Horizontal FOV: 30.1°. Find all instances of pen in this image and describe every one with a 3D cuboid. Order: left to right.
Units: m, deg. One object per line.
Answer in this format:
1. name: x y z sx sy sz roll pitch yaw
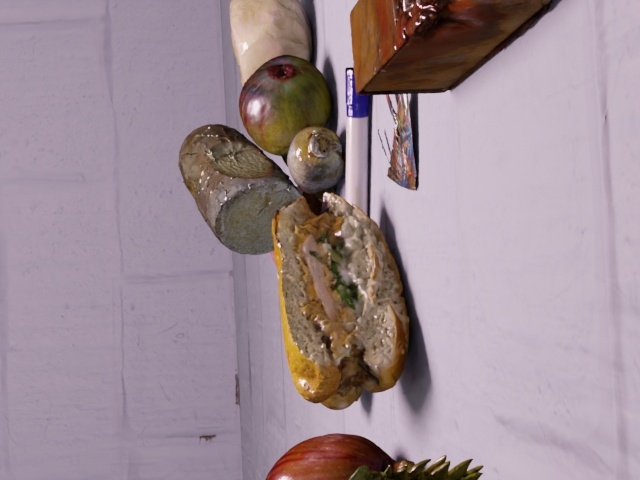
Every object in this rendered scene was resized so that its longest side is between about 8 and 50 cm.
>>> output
1. pen: 0.047 -0.087 1.522 0.033 0.033 0.269 -121 29 -70

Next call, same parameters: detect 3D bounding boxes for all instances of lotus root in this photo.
1. lotus root: -0.006 -0.110 1.699 0.165 0.088 0.088 80 -176 -69

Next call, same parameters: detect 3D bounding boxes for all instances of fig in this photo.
1. fig: -0.046 -0.165 1.800 0.245 0.149 0.149 81 178 -51
2. fig: 0.043 0.297 1.392 0.175 0.207 0.175 52 -157 -32

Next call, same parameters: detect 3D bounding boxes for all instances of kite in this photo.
1. kite: 0.090 -0.118 1.325 0.183 0.010 0.160 95 165 -54

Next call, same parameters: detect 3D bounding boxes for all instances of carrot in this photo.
1. carrot: 0.000 0.000 1.808 0.042 0.042 0.171 147 117 -79

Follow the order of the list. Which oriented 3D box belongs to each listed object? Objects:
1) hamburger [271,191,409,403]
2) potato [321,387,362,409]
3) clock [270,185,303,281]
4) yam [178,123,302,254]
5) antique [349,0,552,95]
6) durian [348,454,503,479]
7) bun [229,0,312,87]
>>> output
1. hamburger: 0.024 0.077 1.393 0.156 0.144 0.283 83 178 -46
2. potato: 0.022 0.147 1.585 0.107 0.080 0.170 -96 10 -69
3. clock: -0.044 -0.003 1.911 0.162 0.093 0.166 116 150 -76
4. yam: -0.121 -0.073 1.785 0.254 0.154 0.154 -134 41 -58
5. antique: 0.101 -0.196 0.992 0.310 0.093 0.087 152 115 -79
6. durian: 0.085 0.328 0.923 0.163 0.198 0.394 -106 14 -50
7. bun: -0.075 -0.312 1.916 0.193 0.128 0.178 81 179 -51
